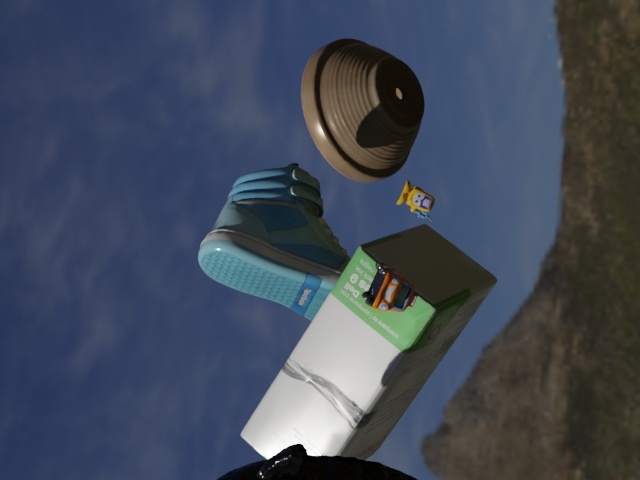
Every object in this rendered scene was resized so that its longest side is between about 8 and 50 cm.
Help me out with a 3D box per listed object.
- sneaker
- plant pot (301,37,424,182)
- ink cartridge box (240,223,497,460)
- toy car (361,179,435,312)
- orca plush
[{"bbox_3d":[0.000,0.000,1.861,0.127,0.319,0.208,-50,20,53],"label":"sneaker"},{"bbox_3d":[0.090,-0.219,2.075,0.237,0.109,0.237,17,-114,-42],"label":"plant pot"},{"bbox_3d":[0.057,0.139,1.542,0.289,0.121,0.211,-58,-17,21],"label":"ink cartridge box"},{"bbox_3d":[0.073,0.007,1.068,0.060,0.040,0.122,139,155,-76],"label":"toy car"},{"bbox_3d":[-0.010,0.248,1.254,0.151,0.287,0.102,-74,-19,-49],"label":"orca plush"}]
